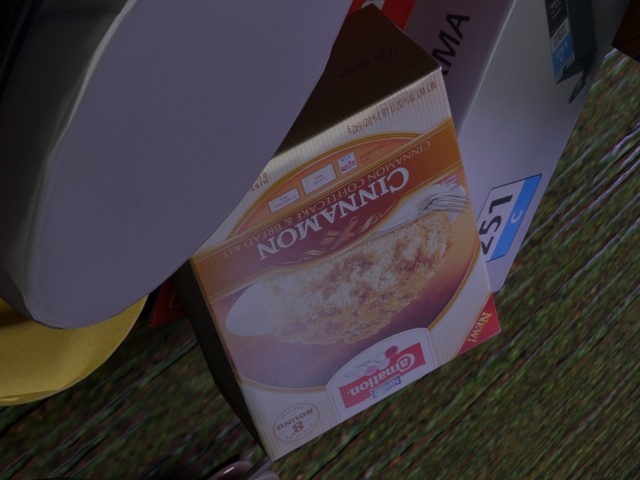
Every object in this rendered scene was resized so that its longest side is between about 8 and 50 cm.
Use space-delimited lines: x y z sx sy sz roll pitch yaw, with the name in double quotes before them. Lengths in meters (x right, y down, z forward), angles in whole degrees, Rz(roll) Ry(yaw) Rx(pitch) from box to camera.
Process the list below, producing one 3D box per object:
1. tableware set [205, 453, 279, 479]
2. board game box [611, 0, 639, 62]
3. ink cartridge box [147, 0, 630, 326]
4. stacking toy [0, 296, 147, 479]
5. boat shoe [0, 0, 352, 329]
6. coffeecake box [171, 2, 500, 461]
"tableware set" -0.107 0.190 1.032 0.194 0.039 0.128 -39 161 -14
"board game box" 0.318 -0.224 1.001 0.078 0.233 0.347 -11 130 -52
"ink cartridge box" 0.057 -0.082 0.944 0.261 0.066 0.296 -16 134 -50
"stacking toy" -0.192 0.102 0.638 0.309 0.130 0.280 -27 110 -30
"boat shoe" -0.062 -0.152 0.579 0.127 0.158 0.341 7 111 -59
"coffeecake box" 0.000 0.000 0.877 0.142 0.068 0.185 -29 135 -11
